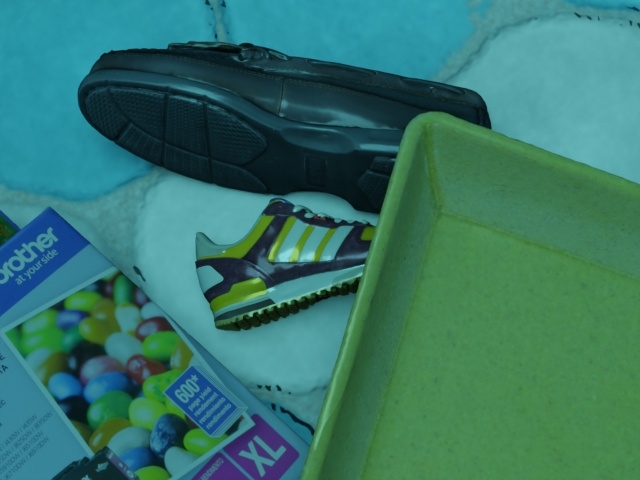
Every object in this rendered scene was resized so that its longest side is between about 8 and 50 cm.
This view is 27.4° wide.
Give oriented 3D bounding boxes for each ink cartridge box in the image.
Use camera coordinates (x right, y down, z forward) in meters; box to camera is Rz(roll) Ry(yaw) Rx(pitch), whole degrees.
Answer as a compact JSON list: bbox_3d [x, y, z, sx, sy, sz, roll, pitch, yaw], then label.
[{"bbox_3d":[-0.172,0.108,0.874,0.311,0.065,0.186,41,54,7],"label":"ink cartridge box"}]

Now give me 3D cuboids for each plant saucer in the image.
[{"bbox_3d":[0.161,0.124,0.861,0.332,0.081,0.333,19,74,-6],"label":"plant saucer"}]

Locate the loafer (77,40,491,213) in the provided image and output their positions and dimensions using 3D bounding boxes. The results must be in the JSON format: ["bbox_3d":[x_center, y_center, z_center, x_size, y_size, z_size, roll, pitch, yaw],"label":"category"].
[{"bbox_3d":[-0.022,-0.093,0.966,0.302,0.109,0.095,14,57,2],"label":"loafer"}]

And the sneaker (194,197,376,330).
[{"bbox_3d":[0.000,0.000,0.943,0.185,0.069,0.084,-19,79,-2],"label":"sneaker"}]
